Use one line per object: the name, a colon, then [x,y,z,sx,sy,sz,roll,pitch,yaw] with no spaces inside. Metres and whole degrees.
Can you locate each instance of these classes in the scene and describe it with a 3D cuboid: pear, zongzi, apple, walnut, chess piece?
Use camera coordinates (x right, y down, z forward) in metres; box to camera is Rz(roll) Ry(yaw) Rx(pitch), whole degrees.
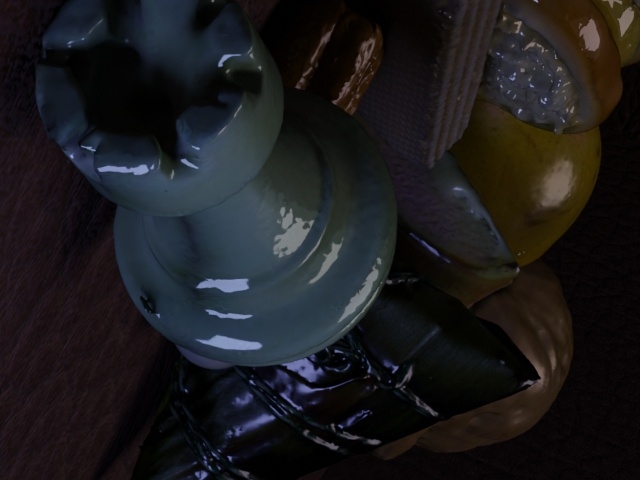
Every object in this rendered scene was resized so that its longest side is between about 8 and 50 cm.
pear: [0.174,-0.131,1.635,0.285,0.336,0.285,-14,171,-2]
zongzi: [-0.018,0.109,1.476,0.383,0.319,0.362,-44,-175,23]
apple: [0.072,-0.025,1.479,0.120,0.265,0.193,-19,159,-27]
walnut: [0.162,0.127,2.007,0.383,0.384,0.383,-57,170,-15]
chess piece: [-0.064,-0.045,0.866,0.194,0.195,0.299,-58,161,-10]

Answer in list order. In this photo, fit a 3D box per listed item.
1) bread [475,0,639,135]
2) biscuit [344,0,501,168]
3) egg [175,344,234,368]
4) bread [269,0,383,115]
bread: [0.233,-0.237,1.354,0.270,0.211,0.315,-45,164,-11]
biscuit: [0.074,-0.187,1.204,0.078,0.144,0.426,-43,169,-12]
egg: [-0.077,0.048,1.250,0.135,0.103,0.103,-57,171,1]
bread: [-0.046,-0.066,1.147,0.271,0.077,0.139,-57,174,-3]
